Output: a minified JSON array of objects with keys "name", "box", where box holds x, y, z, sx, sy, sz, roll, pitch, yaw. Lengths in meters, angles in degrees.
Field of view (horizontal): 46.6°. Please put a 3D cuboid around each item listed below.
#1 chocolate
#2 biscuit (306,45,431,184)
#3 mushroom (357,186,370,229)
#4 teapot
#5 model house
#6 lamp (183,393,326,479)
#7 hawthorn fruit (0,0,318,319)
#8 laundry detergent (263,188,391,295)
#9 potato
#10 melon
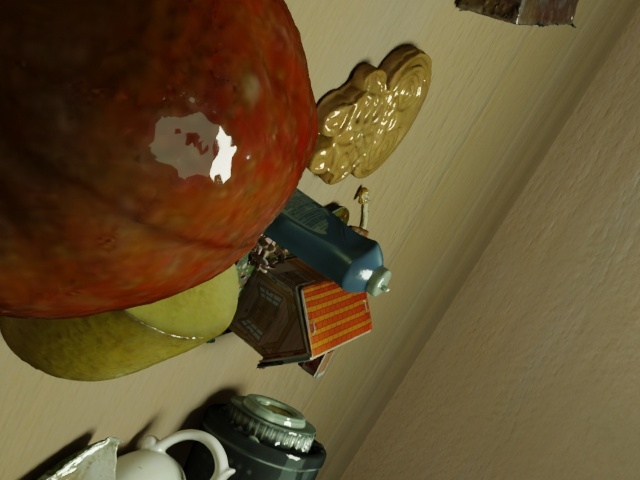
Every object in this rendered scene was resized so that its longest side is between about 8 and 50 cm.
[{"name":"chocolate","box":[0.327,-0.398,1.157,0.321,0.112,0.111,-23,134,-54]},{"name":"biscuit","box":[0.073,-0.167,1.019,0.289,0.044,0.202,-28,147,-56]},{"name":"mushroom","box":[0.073,-0.012,1.301,0.028,0.026,0.286,-32,156,-15]},{"name":"teapot","box":[-0.251,0.371,0.989,0.298,0.139,0.204,-53,158,-4]},{"name":"model house","box":[-0.009,0.077,1.053,0.207,0.154,0.294,-61,159,19]},{"name":"lamp","box":[-0.126,0.380,1.174,0.205,0.374,0.272,27,65,-64]},{"name":"hawthorn fruit","box":[-0.122,-0.081,0.402,0.262,0.258,0.258,5,120,-45]},{"name":"laundry detergent","box":[0.001,-0.001,0.866,0.097,0.206,0.061,-9,131,-62]},{"name":"potato","box":[-0.185,0.042,0.606,0.158,0.178,0.203,-37,177,17]},{"name":"melon","box":[-0.304,0.312,0.845,0.202,0.093,0.139,-58,153,-7]}]
